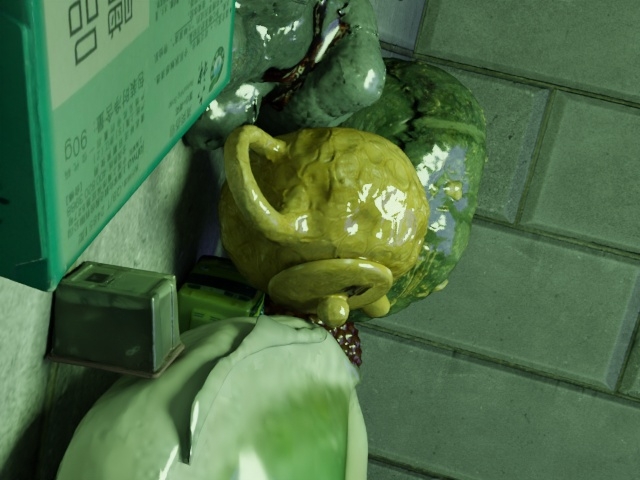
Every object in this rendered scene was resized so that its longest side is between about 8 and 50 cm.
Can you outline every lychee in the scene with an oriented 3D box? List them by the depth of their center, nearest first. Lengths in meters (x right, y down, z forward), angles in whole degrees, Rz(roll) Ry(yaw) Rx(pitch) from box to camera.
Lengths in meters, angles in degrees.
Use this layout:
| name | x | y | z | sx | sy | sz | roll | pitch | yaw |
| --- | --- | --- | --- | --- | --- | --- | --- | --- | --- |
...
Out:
| name | x | y | z | sx | sy | sz | roll | pitch | yaw |
| --- | --- | --- | --- | --- | --- | --- | --- | --- | --- |
| lychee | -0.027 | 0.155 | 1.279 | 0.188 | 0.188 | 0.188 | 15 | 90 | -82 |

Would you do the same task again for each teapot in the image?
| name | x | y | z | sx | sy | sz | roll | pitch | yaw |
| --- | --- | --- | --- | --- | --- | --- | --- | --- | --- |
| teapot | 0.000 | 0.000 | 0.836 | 0.311 | 0.203 | 0.167 | 41 | 37 | -56 |

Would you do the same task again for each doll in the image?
| name | x | y | z | sx | sy | sz | roll | pitch | yaw |
| --- | --- | --- | --- | --- | --- | --- | --- | --- | --- |
| doll | -0.021 | -0.168 | 0.800 | 0.246 | 0.158 | 0.340 | -55 | 175 | 5 |

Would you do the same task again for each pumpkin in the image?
| name | x | y | z | sx | sy | sz | roll | pitch | yaw |
| --- | --- | --- | --- | --- | --- | --- | --- | --- | --- |
| pumpkin | 0.058 | -0.061 | 1.083 | 0.257 | 0.291 | 0.327 | 7 | 84 | -61 |

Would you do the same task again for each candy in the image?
| name | x | y | z | sx | sy | sz | roll | pitch | yaw |
| --- | --- | --- | --- | --- | --- | --- | --- | --- | --- |
| candy | -0.081 | 0.247 | 0.748 | 0.427 | 0.186 | 0.386 | 34 | 53 | -63 |

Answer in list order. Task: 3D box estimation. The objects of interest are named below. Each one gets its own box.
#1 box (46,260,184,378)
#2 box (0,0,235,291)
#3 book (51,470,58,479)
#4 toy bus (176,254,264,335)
| name | x | y | z | sx | sy | sz | roll | pitch | yaw |
| --- | --- | --- | --- | --- | --- | --- | --- | --- | --- |
| box | -0.145 | 0.055 | 0.630 | 0.060 | 0.085 | 0.063 | -51 | 149 | -69 |
| box | -0.123 | -0.109 | 0.451 | 0.245 | 0.092 | 0.153 | -66 | 167 | -54 |
| book | -0.234 | 0.321 | 0.688 | 0.264 | 0.027 | 0.202 | -66 | 166 | -46 |
| toy bus | -0.112 | 0.114 | 0.931 | 0.101 | 0.088 | 0.175 | -60 | 163 | -66 |
